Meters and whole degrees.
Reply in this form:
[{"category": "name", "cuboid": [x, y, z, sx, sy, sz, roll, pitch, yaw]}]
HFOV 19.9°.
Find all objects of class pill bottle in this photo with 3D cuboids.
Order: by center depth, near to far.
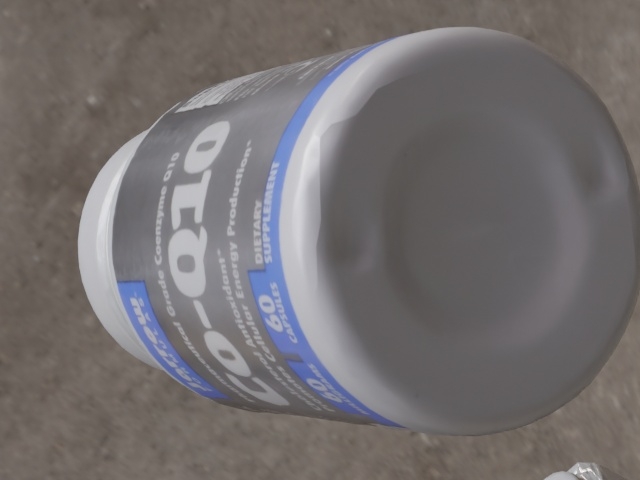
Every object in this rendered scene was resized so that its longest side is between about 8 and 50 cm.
[{"category": "pill bottle", "cuboid": [0.000, 0.000, 0.397, 0.137, 0.078, 0.078, -4, 60, 63]}]

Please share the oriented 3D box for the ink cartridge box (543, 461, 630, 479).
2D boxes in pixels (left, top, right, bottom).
[{"category": "ink cartridge box", "cuboid": [0.111, 0.180, 0.518, 0.160, 0.219, 0.092, -49, 27, 26]}]
